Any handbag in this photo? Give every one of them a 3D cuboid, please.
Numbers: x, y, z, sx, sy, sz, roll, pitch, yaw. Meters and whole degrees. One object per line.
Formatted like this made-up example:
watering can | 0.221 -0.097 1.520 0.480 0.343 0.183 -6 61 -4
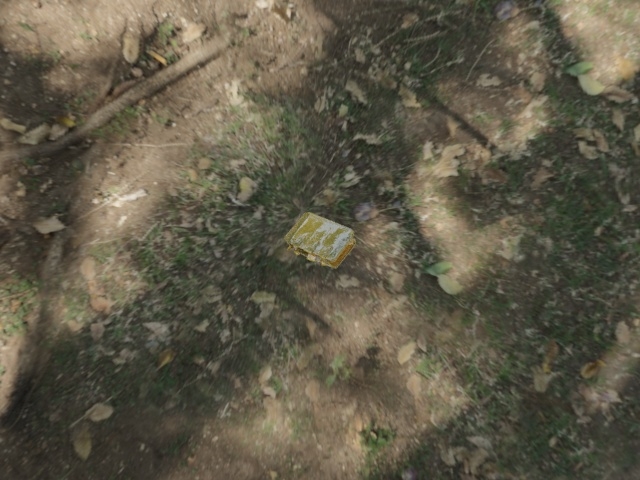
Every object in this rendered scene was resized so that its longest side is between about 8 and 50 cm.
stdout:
handbag | 0.000 0.000 0.967 0.083 0.027 0.061 23 56 28
